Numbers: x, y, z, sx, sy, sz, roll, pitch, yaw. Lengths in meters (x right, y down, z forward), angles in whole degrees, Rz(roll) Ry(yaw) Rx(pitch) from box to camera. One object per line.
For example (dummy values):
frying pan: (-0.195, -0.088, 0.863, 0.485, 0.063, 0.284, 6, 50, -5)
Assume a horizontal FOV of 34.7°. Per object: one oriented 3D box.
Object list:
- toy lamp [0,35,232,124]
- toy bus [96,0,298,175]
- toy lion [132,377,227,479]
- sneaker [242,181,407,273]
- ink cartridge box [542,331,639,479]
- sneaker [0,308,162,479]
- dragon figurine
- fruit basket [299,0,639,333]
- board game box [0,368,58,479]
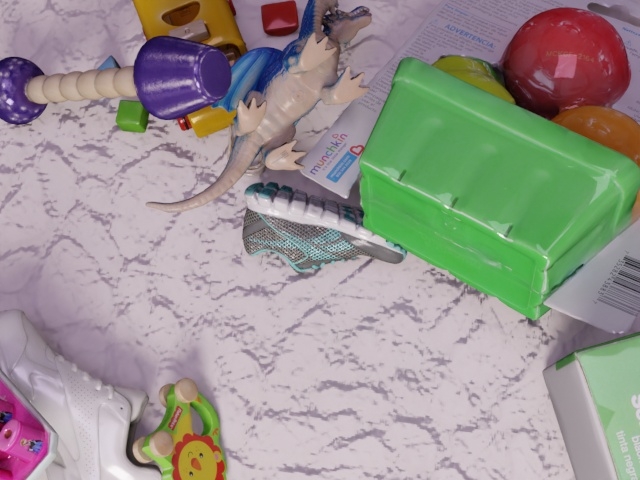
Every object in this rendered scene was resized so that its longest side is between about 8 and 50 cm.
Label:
toy lamp: (-0.202, -0.151, 0.976, 0.274, 0.080, 0.080, 4, 75, 35)
toy bus: (-0.122, -0.191, 1.022, 0.202, 0.104, 0.191, 21, 80, 11)
toy lion: (-0.120, 0.192, 0.947, 0.034, 0.096, 0.100, -24, 31, 37)
sneaker: (0.000, 0.000, 0.992, 0.166, 0.065, 0.076, 18, 109, 0)
ink cartridge box: (0.349, 0.116, 0.842, 0.289, 0.211, 0.121, -16, 77, 2)
sneaker: (-0.224, 0.156, 0.965, 0.115, 0.090, 0.232, -30, 84, -9)
dragon figurine: (-0.044, -0.130, 0.956, 0.085, 0.144, 0.289, 39, 93, -22)
fruit basket: (0.208, -0.108, 0.949, 0.327, 0.165, 0.353, 29, 57, 21)
board game box: (-0.476, 0.210, 0.920, 0.390, 0.050, 0.390, 36, 81, 33)
